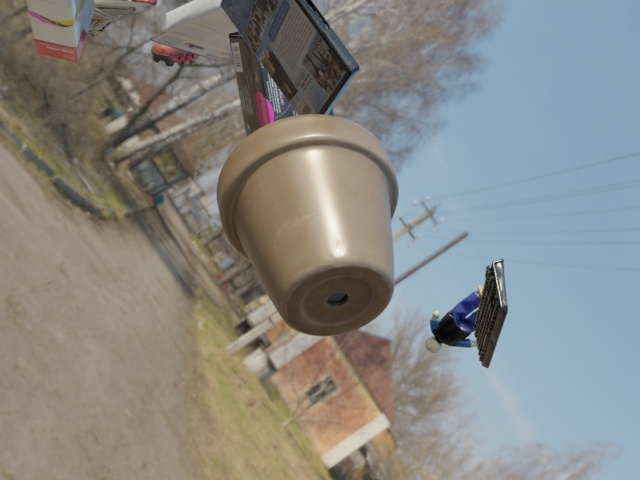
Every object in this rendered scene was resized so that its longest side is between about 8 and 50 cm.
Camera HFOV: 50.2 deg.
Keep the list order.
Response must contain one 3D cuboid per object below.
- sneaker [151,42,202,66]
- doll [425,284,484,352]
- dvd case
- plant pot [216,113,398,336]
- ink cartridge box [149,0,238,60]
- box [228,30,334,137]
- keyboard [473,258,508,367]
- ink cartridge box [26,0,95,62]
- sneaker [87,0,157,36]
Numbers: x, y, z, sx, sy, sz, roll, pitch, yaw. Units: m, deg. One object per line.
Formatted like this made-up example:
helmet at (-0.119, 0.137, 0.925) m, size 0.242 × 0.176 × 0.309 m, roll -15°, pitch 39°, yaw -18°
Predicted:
sneaker at (-0.298, -0.522, 1.675) m, size 0.097 × 0.276 × 0.135 m, roll 41°, pitch -34°, yaw 26°
doll at (0.296, 0.181, 1.452) m, size 0.129 × 0.189 × 0.046 m, roll 40°, pitch 27°, yaw -12°
dvd case at (-0.052, -0.301, 0.993) m, size 0.253 × 0.022 × 0.180 m, roll 55°, pitch -26°, yaw 4°
plant pot at (0.000, 0.000, 0.929) m, size 0.263 × 0.262 × 0.229 m, roll 64°, pitch 7°, yaw -47°
ink cartridge box at (-0.225, -0.474, 1.512) m, size 0.223 × 0.223 × 0.045 m, roll -1°, pitch 82°, yaw -57°
box at (-0.072, -0.296, 1.347) m, size 0.163 × 0.142 × 0.248 m, roll 27°, pitch -52°, yaw 61°
keyboard at (0.233, 0.094, 0.950) m, size 0.180 × 0.023 × 0.108 m, roll 85°, pitch 9°, yaw -56°
ink cartridge box at (-0.376, -0.369, 0.989) m, size 0.198 × 0.067 × 0.115 m, roll 120°, pitch -22°, yaw -62°
sneaker at (-0.379, -0.404, 1.170) m, size 0.093 × 0.225 × 0.088 m, roll 70°, pitch 28°, yaw -50°
